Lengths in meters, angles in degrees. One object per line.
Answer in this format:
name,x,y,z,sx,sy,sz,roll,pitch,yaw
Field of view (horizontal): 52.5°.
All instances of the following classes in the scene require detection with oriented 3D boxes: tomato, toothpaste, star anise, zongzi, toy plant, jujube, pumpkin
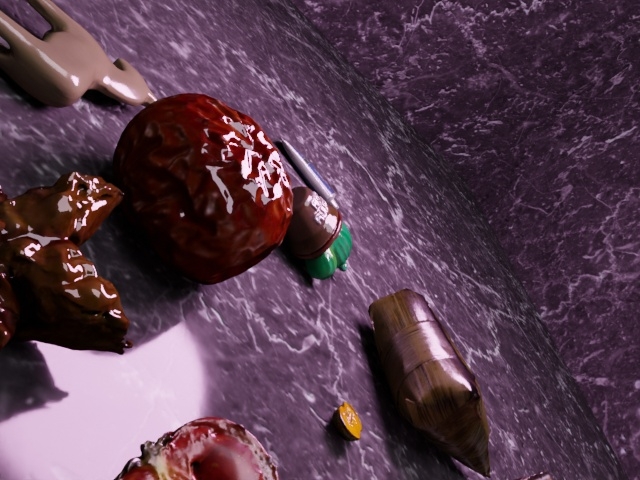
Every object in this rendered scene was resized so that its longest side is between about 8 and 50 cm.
tomato,-0.115,0.236,0.548,0.139,0.091,0.159,46,47,8
toothpaste,-0.024,-0.145,1.410,0.197,0.035,0.057,52,5,1
star anise,-0.250,0.033,0.503,0.237,0.148,0.346,46,12,-12
zongzi,0.207,0.260,1.157,0.300,0.138,0.286,55,8,-37
toy plant,0.000,0.000,1.143,0.200,0.105,0.142,54,26,-33
jujube,-0.142,-0.069,0.826,0.232,0.213,0.213,58,21,9
pumpkin,0.035,0.257,0.908,0.050,0.028,0.083,55,12,10

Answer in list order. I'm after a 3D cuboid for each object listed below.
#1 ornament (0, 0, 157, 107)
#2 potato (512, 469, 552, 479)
ornament,-0.335,-0.244,0.873,0.245,0.061,0.230,43,21,-21
potato,0.178,0.387,0.735,0.300,0.246,0.196,11,56,-52
